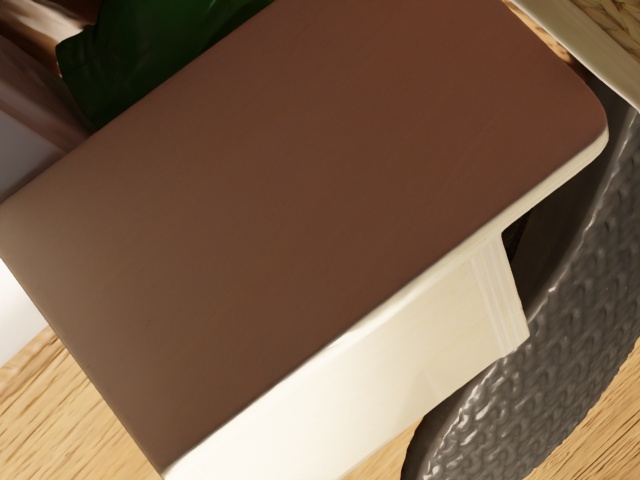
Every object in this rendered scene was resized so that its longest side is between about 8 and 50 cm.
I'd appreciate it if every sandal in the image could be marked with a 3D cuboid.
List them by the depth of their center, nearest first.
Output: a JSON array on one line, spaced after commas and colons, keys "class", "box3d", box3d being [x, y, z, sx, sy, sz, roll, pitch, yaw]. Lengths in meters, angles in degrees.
[{"class": "sandal", "box3d": [0.167, -0.012, 1.240, 0.167, 0.107, 0.446, 5, 118, -47]}]

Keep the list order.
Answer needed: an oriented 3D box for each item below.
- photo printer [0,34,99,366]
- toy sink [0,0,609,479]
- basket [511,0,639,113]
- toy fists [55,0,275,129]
[{"class": "photo printer", "box3d": [-0.252, 0.019, 0.830, 0.307, 0.107, 0.256, -41, 149, 7]}, {"class": "toy sink", "box3d": [0.000, 0.000, 0.820, 0.234, 0.153, 0.131, -38, 151, -6]}, {"class": "basket", "box3d": [0.179, -0.144, 0.993, 0.113, 0.167, 0.103, 5, 124, -49]}, {"class": "toy fists", "box3d": [-0.009, -0.096, 0.938, 0.142, 0.096, 0.279, -37, 152, 16]}]
